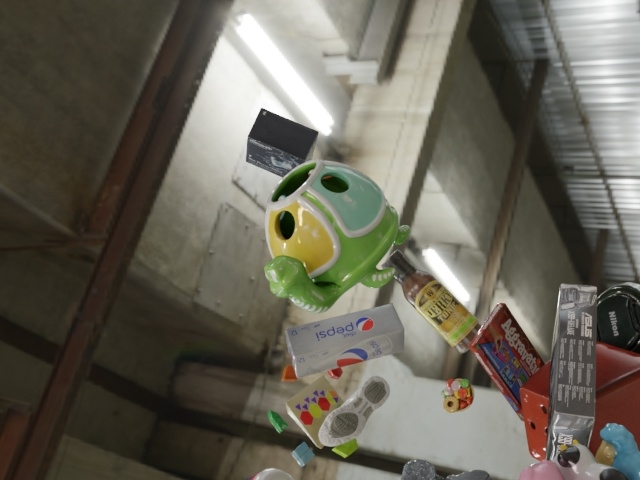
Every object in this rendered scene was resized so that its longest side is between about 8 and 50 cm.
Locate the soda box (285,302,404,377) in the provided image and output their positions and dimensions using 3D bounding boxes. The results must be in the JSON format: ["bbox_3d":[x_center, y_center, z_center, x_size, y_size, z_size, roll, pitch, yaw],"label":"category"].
[{"bbox_3d":[0.063,0.251,2.114,0.098,0.287,0.091,-112,13,-46],"label":"soda box"}]

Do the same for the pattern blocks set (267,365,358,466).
[{"bbox_3d":[-0.002,0.454,2.261,0.325,0.026,0.285,-17,-110,-46],"label":"pattern blocks set"}]

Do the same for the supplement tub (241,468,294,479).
[{"bbox_3d":[-0.184,0.690,2.066,0.191,0.272,0.191,40,-147,-33],"label":"supplement tub"}]

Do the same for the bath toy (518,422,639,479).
[{"bbox_3d":[0.382,0.403,1.346,0.348,0.151,0.128,-13,-82,-34],"label":"bath toy"}]

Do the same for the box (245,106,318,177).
[{"bbox_3d":[-0.099,-0.234,2.110,0.158,0.156,0.093,109,-175,-70],"label":"box"}]

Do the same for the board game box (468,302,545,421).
[{"bbox_3d":[0.472,0.300,2.059,0.145,0.027,0.281,-51,-62,-26],"label":"board game box"}]

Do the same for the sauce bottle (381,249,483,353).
[{"bbox_3d":[0.316,0.171,2.407,0.111,0.344,0.111,-46,-5,-6],"label":"sauce bottle"}]

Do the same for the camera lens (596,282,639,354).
[{"bbox_3d":[0.826,0.235,2.114,0.274,0.219,0.219,16,-102,-30],"label":"camera lens"}]

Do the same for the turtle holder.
[{"bbox_3d":[-0.006,-0.005,1.578,0.320,0.243,0.227,-46,-67,-20],"label":"turtle holder"}]

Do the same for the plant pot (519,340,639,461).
[{"bbox_3d":[0.617,0.405,1.941,0.236,0.267,0.267,-15,-79,-21],"label":"plant pot"}]

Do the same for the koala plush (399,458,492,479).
[{"bbox_3d":[0.237,0.588,1.703,0.203,0.196,0.221,-16,-70,-68],"label":"koala plush"}]

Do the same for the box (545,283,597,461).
[{"bbox_3d":[0.501,0.279,1.685,0.242,0.077,0.307,80,-160,-47],"label":"box"}]

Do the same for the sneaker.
[{"bbox_3d":[0.084,0.454,2.189,0.232,0.090,0.115,-38,-8,-22],"label":"sneaker"}]

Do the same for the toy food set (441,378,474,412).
[{"bbox_3d":[0.330,0.371,2.023,0.020,0.083,0.082,29,-131,-50],"label":"toy food set"}]
